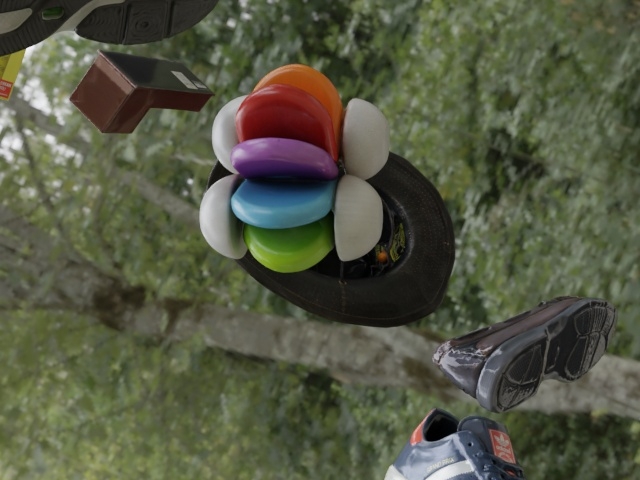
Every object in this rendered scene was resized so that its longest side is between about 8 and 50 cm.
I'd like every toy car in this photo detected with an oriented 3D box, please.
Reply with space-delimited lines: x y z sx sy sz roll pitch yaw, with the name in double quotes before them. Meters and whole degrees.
"toy car" -0.027 -0.067 0.909 0.136 0.159 0.182 66 -152 -66

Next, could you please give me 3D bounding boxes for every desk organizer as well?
"desk organizer" -0.149 -0.122 0.885 0.050 0.047 0.130 -50 -14 18

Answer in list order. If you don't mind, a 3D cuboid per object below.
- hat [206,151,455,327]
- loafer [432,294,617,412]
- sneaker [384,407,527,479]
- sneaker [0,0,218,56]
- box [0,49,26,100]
"hat" 0.000 0.000 1.325 0.134 0.331 0.331 -53 7 49
"loafer" 0.244 0.113 1.213 0.303 0.095 0.109 -13 -61 -49
"sneaker" 0.207 0.297 1.253 0.350 0.131 0.148 21 83 57
"sneaker" -0.381 -0.424 1.558 0.448 0.257 0.169 -12 -32 -25
"box" -0.532 -0.360 1.768 0.232 0.087 0.058 -65 26 15
